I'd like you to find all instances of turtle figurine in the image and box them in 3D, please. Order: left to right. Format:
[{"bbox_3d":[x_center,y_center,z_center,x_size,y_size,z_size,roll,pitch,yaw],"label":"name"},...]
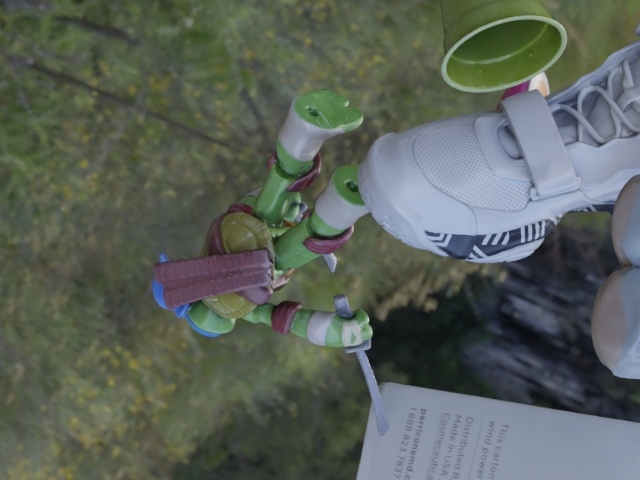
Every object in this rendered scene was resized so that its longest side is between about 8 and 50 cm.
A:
[{"bbox_3d":[0.000,0.000,1.423,0.198,0.275,0.266,-80,-163,-46],"label":"turtle figurine"}]

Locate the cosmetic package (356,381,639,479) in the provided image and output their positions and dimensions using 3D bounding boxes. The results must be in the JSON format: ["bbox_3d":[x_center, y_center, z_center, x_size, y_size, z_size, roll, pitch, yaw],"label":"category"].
[{"bbox_3d":[0.243,0.368,1.557,0.394,0.327,0.329,37,64,-54],"label":"cosmetic package"}]

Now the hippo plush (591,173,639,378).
[{"bbox_3d":[0.364,0.027,1.085,0.236,0.234,0.294,16,136,-37],"label":"hippo plush"}]

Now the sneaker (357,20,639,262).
[{"bbox_3d":[0.216,-0.100,1.196,0.366,0.137,0.210,-5,144,-23],"label":"sneaker"}]

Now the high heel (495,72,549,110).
[{"bbox_3d":[0.171,-0.111,1.604,0.082,0.117,0.244,-53,160,-30],"label":"high heel"}]

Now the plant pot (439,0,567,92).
[{"bbox_3d":[0.109,-0.152,0.981,0.083,0.083,0.079,55,19,-63],"label":"plant pot"}]
